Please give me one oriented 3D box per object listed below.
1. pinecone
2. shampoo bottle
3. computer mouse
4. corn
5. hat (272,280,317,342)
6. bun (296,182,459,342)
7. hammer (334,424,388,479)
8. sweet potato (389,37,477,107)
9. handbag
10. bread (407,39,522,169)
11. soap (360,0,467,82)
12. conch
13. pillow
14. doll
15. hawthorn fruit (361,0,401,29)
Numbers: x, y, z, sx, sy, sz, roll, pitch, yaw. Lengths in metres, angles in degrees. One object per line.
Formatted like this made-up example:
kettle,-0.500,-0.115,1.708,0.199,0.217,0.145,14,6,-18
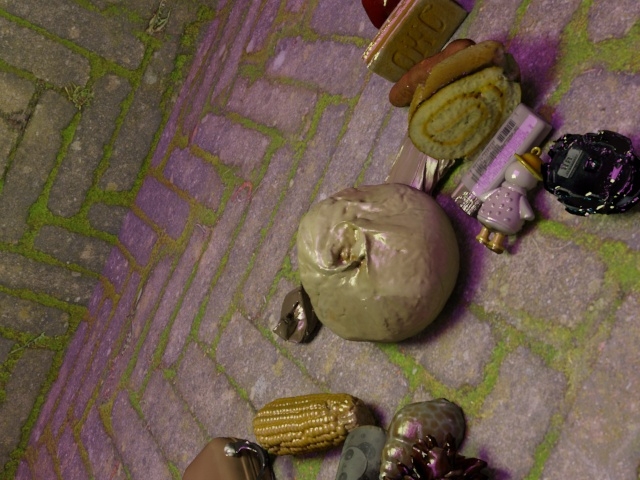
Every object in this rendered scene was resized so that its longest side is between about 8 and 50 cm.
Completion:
pinecone,0.192,0.430,1.241,0.184,0.179,0.204,36,85,33
shampoo bottle,0.346,-0.151,1.456,0.227,0.056,0.086,-55,40,20
computer mouse,0.456,-0.106,1.250,0.146,0.077,0.241,-63,30,8
corn,-0.026,0.392,1.616,0.347,0.130,0.130,-23,53,46
hat,-0.038,0.154,1.841,0.147,0.085,0.175,-56,10,38
bun,0.094,0.045,1.522,0.361,0.213,0.361,-4,84,41
hammer,0.042,0.498,1.481,0.305,0.113,0.202,-51,13,47
sweet potato,0.268,-0.369,1.667,0.354,0.106,0.095,-18,92,67
handbag,-0.190,0.588,1.726,0.283,0.149,0.302,-57,32,22
bread,0.293,-0.271,1.496,0.257,0.186,0.124,-45,22,25
soap,0.217,-0.480,1.758,0.232,0.140,0.073,-51,36,25
conch,0.177,0.355,1.369,0.173,0.106,0.116,-35,63,21
pillow,0.192,-0.110,1.646,0.173,0.067,0.270,41,108,52
doll,0.351,-0.079,1.385,0.129,0.081,0.207,33,98,49
hawthorn fruit,0.191,-0.588,1.853,0.169,0.169,0.188,-57,37,16
